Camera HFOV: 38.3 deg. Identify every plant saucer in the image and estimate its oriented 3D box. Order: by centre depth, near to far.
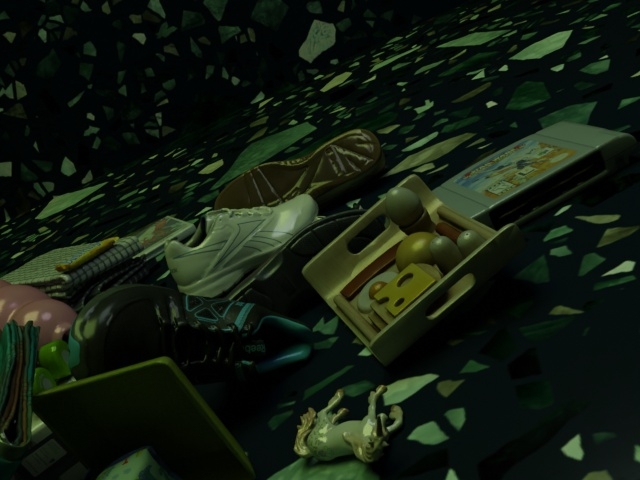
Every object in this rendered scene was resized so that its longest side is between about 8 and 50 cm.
[{"bbox_3d":[-0.186,0.200,0.995,0.188,0.188,0.045,-18,31,24],"label":"plant saucer"}]

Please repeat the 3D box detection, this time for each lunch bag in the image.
[{"bbox_3d":[-0.225,0.300,0.951,0.151,0.096,0.129,-33,16,29],"label":"lunch bag"}]

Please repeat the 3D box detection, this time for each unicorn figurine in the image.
[{"bbox_3d":[0.037,0.193,0.944,0.162,0.060,0.111,-34,12,35],"label":"unicorn figurine"}]

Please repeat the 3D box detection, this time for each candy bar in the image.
[{"bbox_3d":[-0.438,0.026,1.732,0.040,0.018,0.161,-8,16,27],"label":"candy bar"}]

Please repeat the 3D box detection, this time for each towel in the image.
[{"bbox_3d":[-0.411,0.286,0.982,0.370,0.040,0.271,-55,24,10],"label":"towel"},{"bbox_3d":[-0.504,0.094,1.837,0.283,0.121,0.235,-9,17,30],"label":"towel"}]

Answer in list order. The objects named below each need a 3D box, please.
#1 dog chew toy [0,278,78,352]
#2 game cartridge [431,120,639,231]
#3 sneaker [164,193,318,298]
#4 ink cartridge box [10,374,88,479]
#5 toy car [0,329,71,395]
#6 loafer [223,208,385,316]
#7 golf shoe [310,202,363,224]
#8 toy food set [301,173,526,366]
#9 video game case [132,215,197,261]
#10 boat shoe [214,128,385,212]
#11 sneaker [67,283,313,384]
[{"bbox_3d":[-0.535,0.165,1.585,0.331,0.207,0.206,-1,30,36],"label":"dog chew toy"},{"bbox_3d":[0.290,-0.087,1.359,0.297,0.062,0.198,-29,22,-7],"label":"game cartridge"},{"bbox_3d":[-0.133,-0.008,1.595,0.297,0.129,0.111,-32,17,-21],"label":"sneaker"},{"bbox_3d":[-0.375,0.266,1.219,0.237,0.100,0.172,-35,19,-24],"label":"ink cartridge box"},{"bbox_3d":[-0.439,0.138,1.187,0.155,0.188,0.149,-22,18,11],"label":"toy car"},{"bbox_3d":[-0.042,0.047,1.367,0.302,0.109,0.095,-35,16,-17],"label":"loafer"},{"bbox_3d":[0.000,0.000,1.462,0.186,0.086,0.067,-23,20,15],"label":"golf shoe"},{"bbox_3d":[0.102,0.020,1.179,0.219,0.092,0.306,-41,20,-3],"label":"toy food set"},{"bbox_3d":[-0.387,0.006,2.069,0.183,0.023,0.201,-33,19,-19],"label":"video game case"},{"bbox_3d":[-0.034,-0.097,1.763,0.341,0.122,0.110,-21,-18,7],"label":"boat shoe"},{"bbox_3d":[-0.148,0.115,1.117,0.139,0.125,0.341,2,1,37],"label":"sneaker"}]
